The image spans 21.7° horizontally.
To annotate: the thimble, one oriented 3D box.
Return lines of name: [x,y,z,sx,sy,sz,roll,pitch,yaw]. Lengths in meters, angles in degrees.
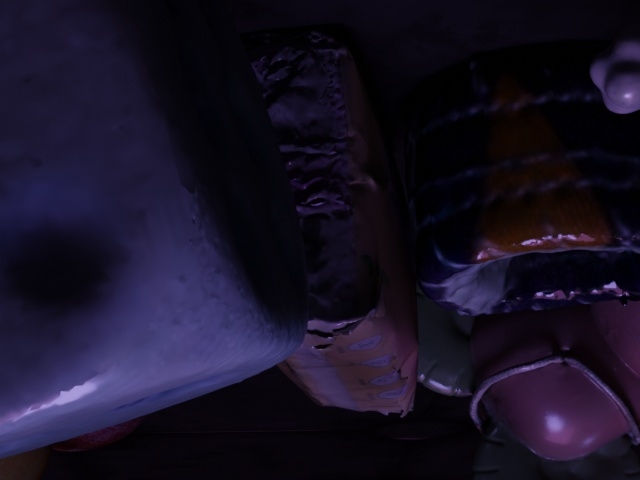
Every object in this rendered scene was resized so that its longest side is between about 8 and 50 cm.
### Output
thimble: [0.167,-0.032,1.210,0.237,0.150,0.237,-2,164,-1]

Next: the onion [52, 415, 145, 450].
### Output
onion: [-0.225,0.141,1.713,0.159,0.159,0.195,-14,161,35]

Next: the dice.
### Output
dice: [-0.167,-0.025,0.907,0.262,0.268,0.264,-18,173,10]

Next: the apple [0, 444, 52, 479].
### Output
apple: [-0.360,0.124,1.395,0.277,0.319,0.319,0,163,4]

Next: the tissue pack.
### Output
tissue pack: [0.000,0.000,1.181,0.123,0.215,0.257,-6,162,8]

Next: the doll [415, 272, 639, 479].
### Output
doll: [0.223,0.107,1.508,0.268,0.284,0.216,-27,165,-18]

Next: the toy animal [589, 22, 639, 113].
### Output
toy animal: [0.359,-0.062,1.016,0.363,0.180,0.181,-14,130,-5]
